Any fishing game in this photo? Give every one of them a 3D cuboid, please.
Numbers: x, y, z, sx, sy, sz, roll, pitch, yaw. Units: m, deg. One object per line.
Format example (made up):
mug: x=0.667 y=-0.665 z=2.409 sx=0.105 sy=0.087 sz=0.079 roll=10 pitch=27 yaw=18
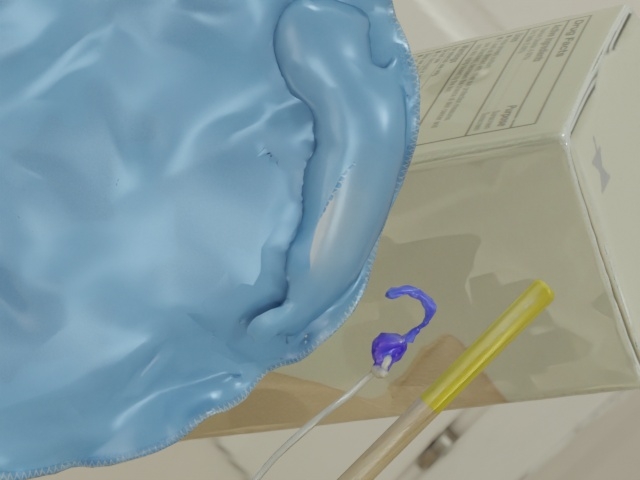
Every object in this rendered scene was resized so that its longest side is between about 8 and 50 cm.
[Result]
fishing game: x=-0.069 y=-0.032 z=0.420 sx=0.264 sy=0.041 sz=0.189 roll=39 pitch=95 yaw=-11

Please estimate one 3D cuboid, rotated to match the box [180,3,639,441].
box: x=0.000 y=0.000 z=0.756 sx=0.148 sy=0.311 sz=0.121 roll=-53 pitch=128 yaw=-54
